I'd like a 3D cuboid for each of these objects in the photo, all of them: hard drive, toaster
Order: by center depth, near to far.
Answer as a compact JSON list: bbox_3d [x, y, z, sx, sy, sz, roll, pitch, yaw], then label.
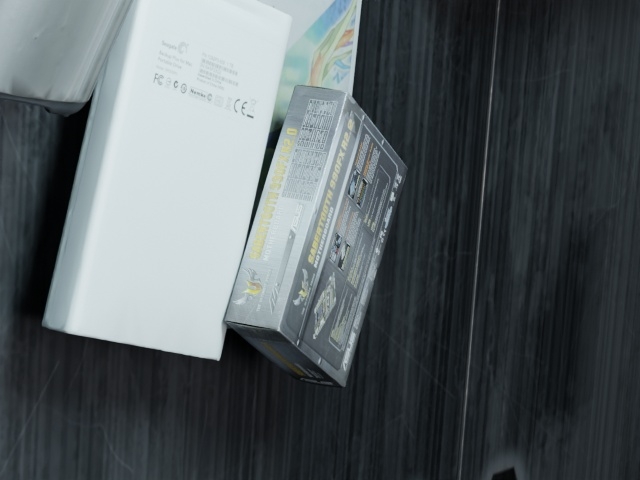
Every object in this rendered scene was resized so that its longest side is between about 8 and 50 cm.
[{"bbox_3d":[-0.220,-0.182,1.308,0.227,0.129,0.146,7,119,-52],"label":"toaster"},{"bbox_3d":[-0.122,-0.064,1.526,0.203,0.040,0.307,16,85,-55],"label":"hard drive"}]

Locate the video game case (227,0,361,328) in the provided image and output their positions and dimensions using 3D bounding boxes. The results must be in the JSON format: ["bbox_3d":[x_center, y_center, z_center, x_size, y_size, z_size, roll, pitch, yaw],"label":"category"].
[{"bbox_3d":[-0.071,-0.083,1.659,0.300,0.036,0.329,-3,100,-55],"label":"video game case"}]

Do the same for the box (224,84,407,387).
[{"bbox_3d":[0.000,0.000,1.672,0.183,0.056,0.231,44,59,-61],"label":"box"}]
